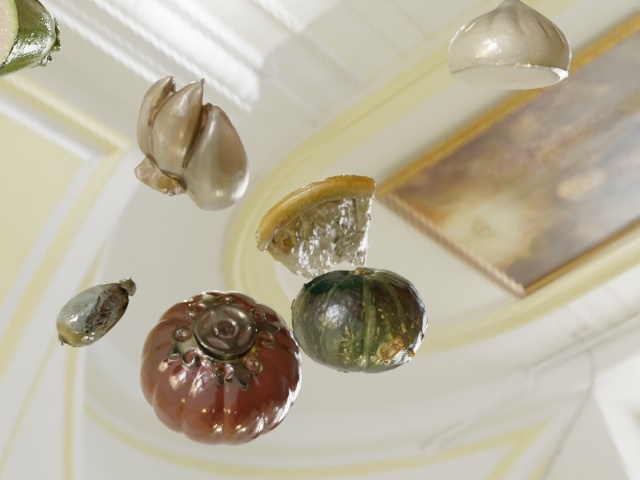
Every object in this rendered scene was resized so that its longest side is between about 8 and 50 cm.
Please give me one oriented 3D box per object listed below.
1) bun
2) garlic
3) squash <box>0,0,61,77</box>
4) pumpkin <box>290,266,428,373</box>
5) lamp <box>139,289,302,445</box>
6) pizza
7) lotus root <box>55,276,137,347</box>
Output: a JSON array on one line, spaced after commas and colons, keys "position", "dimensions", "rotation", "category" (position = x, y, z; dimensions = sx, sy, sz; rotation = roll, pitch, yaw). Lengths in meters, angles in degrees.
[{"position": [0.211, -0.224, 1.406], "dimensions": [0.138, 0.138, 0.094], "rotation": [7, -98, -63], "category": "bun"}, {"position": [-0.263, -0.178, 2.510], "dimensions": [0.279, 0.325, 0.132], "rotation": [41, -118, 2], "category": "garlic"}, {"position": [-0.284, -0.199, 1.200], "dimensions": [0.132, 0.105, 0.105], "rotation": [-5, -116, -61], "category": "squash"}, {"position": [0.054, 0.111, 1.748], "dimensions": [0.190, 0.190, 0.146], "rotation": [-50, -53, -67], "category": "pumpkin"}, {"position": [-0.182, 0.236, 2.319], "dimensions": [0.257, 0.303, 0.303], "rotation": [100, 160, -51], "category": "lamp"}, {"position": [0.000, 0.000, 1.799], "dimensions": [0.262, 0.181, 0.034], "rotation": [78, 175, -56], "category": "pizza"}, {"position": [-0.378, 0.118, 2.121], "dimensions": [0.088, 0.165, 0.088], "rotation": [49, 168, 14], "category": "lotus root"}]
